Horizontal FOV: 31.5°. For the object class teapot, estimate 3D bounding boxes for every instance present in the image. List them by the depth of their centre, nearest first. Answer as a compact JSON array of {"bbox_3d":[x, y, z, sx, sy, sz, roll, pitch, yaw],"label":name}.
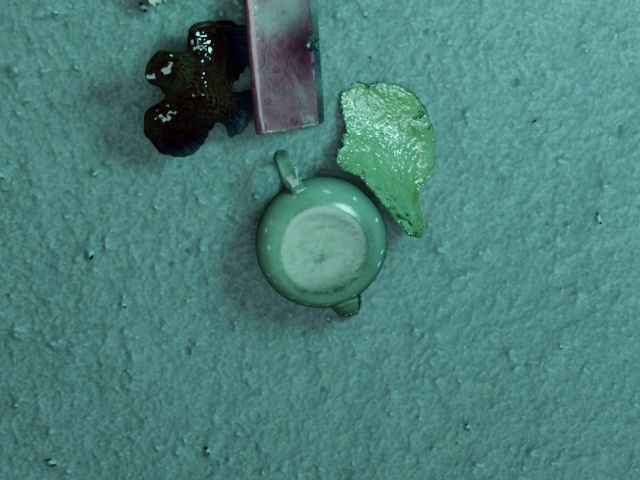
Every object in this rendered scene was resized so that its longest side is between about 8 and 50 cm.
[{"bbox_3d":[0.000,0.000,1.661,0.193,0.129,0.294,-24,104,1],"label":"teapot"}]

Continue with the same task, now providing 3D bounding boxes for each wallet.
[{"bbox_3d":[-0.052,-0.271,1.605,0.119,0.025,0.232,-15,109,-33],"label":"wallet"}]

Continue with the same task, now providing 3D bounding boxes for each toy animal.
[{"bbox_3d":[-0.165,-0.210,1.558,0.116,0.179,0.219,34,95,13],"label":"toy animal"}]

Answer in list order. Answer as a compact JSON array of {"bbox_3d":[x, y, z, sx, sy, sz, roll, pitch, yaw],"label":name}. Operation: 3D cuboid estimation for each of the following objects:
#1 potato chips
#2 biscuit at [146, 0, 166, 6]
[{"bbox_3d":[0.102,-0.115,1.657,0.167,0.059,0.228,9,77,-27],"label":"potato chips"},{"bbox_3d":[-0.160,-0.442,1.558,0.252,0.052,0.150,-30,103,1],"label":"biscuit"}]
